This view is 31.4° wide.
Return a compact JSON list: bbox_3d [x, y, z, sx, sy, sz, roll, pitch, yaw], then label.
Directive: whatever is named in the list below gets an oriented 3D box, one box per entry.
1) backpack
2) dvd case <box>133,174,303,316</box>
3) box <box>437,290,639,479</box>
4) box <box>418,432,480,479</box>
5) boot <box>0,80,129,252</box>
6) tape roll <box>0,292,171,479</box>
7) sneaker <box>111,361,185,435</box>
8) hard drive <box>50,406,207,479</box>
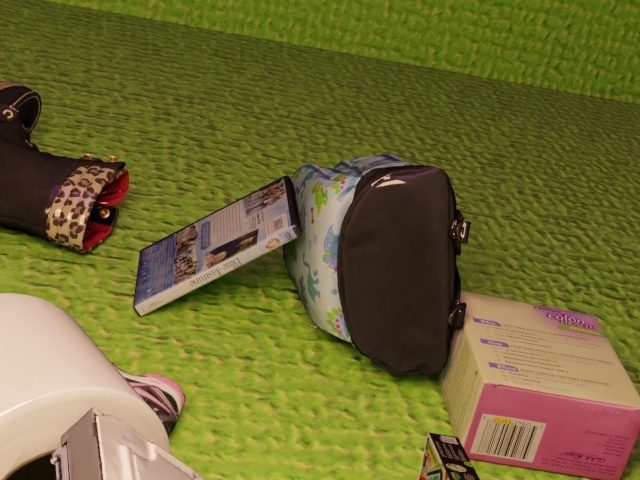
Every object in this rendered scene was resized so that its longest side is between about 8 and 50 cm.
[{"bbox_3d":[0.070,0.002,1.622,0.273,0.290,0.355,0,17,5],"label":"backpack"},{"bbox_3d":[-0.146,0.004,1.602,0.253,0.022,0.180,-27,25,7],"label":"dvd case"},{"bbox_3d":[0.279,0.187,1.503,0.213,0.117,0.243,10,25,-8],"label":"box"},{"bbox_3d":[0.126,0.277,1.150,0.036,0.114,0.207,11,5,-2],"label":"box"},{"bbox_3d":[-0.434,-0.115,1.752,0.284,0.138,0.377,15,27,5],"label":"boot"},{"bbox_3d":[-0.279,0.192,1.024,0.246,0.246,0.169,-5,29,-37],"label":"tape roll"},{"bbox_3d":[-0.242,0.180,1.290,0.178,0.072,0.077,10,26,-7],"label":"sneaker"},{"bbox_3d":[-0.066,0.298,0.914,0.339,0.064,0.237,41,10,-28],"label":"hard drive"}]
